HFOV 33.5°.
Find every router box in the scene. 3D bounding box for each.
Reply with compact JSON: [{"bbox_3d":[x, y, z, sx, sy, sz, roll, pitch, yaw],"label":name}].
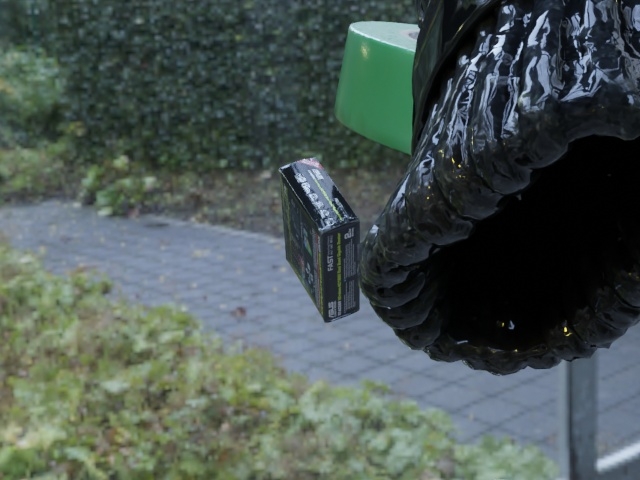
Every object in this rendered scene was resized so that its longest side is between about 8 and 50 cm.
[{"bbox_3d":[0.000,0.000,0.958,0.038,0.122,0.092,-19,49,-15],"label":"router box"}]

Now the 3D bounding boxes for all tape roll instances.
[{"bbox_3d":[0.175,-0.113,0.871,0.321,0.077,0.321,9,16,-3],"label":"tape roll"}]

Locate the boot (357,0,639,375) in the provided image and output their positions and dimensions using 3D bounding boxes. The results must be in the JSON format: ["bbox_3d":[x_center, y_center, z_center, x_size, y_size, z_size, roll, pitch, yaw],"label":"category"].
[{"bbox_3d":[0.091,-0.137,0.378,0.131,0.348,0.260,6,50,11],"label":"boot"}]
